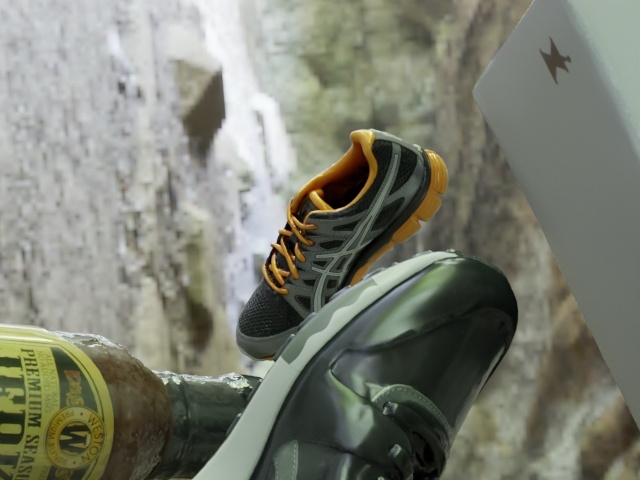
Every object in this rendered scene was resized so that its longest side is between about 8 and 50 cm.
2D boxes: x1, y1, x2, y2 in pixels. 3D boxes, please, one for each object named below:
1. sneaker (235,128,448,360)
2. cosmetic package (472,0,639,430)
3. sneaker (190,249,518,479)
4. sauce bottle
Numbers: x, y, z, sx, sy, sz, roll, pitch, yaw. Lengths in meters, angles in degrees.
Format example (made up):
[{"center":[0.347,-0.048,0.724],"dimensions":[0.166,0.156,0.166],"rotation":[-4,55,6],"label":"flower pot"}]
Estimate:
[{"center":[0.000,0.000,1.155],"dimensions":[0.083,0.215,0.084],"rotation":[33,10,-40],"label":"sneaker"},{"center":[0.336,-0.087,0.760],"dimensions":[0.230,0.453,0.161],"rotation":[65,-13,8],"label":"cosmetic package"},{"center":[0.005,0.135,0.621],"dimensions":[0.124,0.283,0.107],"rotation":[35,-13,40],"label":"sneaker"},{"center":[-0.179,0.099,0.857],"dimensions":[0.111,0.344,0.111],"rotation":[-11,-104,54],"label":"sauce bottle"}]
